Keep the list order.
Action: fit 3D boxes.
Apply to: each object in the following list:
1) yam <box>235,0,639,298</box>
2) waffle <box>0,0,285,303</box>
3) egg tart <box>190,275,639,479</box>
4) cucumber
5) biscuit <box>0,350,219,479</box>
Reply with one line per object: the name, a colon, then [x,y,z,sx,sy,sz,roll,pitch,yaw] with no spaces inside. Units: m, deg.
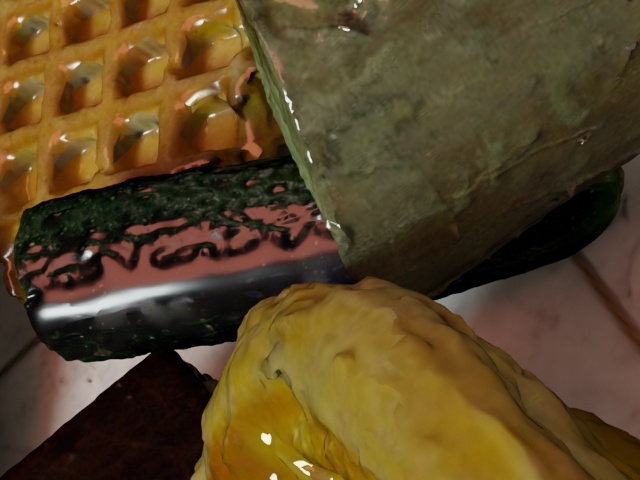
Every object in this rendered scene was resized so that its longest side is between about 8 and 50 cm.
yam: [0.086,-0.109,0.475,0.268,0.161,0.161,-35,60,-2]
waffle: [-0.099,-0.086,0.705,0.238,0.059,0.243,38,98,37]
egg tart: [0.066,0.156,0.433,0.319,0.128,0.318,40,137,51]
cucumber: [0.000,-0.001,0.576,0.242,0.074,0.074,-10,73,14]
biscuit: [-0.118,0.162,0.587,0.252,0.070,0.106,-41,52,-9]
